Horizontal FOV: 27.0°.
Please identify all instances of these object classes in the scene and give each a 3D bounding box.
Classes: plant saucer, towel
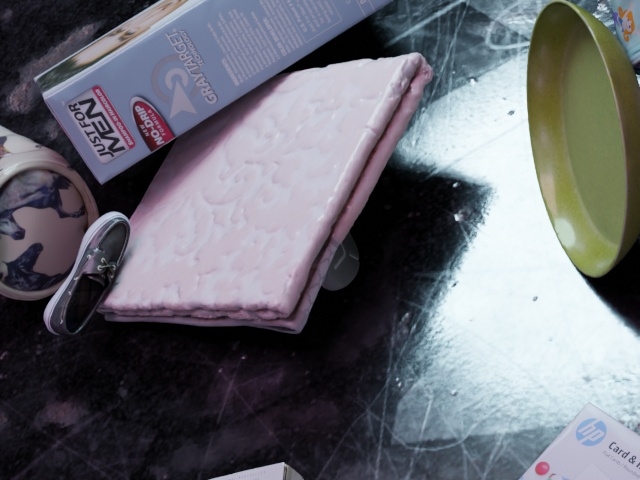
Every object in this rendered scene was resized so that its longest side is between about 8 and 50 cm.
[{"bbox_3d":[0.232,-0.089,1.146,0.037,0.241,0.241,-9,45,-7],"label":"plant saucer"},{"bbox_3d":[-0.068,-0.049,1.362,0.332,0.053,0.317,-1,54,47],"label":"towel"}]

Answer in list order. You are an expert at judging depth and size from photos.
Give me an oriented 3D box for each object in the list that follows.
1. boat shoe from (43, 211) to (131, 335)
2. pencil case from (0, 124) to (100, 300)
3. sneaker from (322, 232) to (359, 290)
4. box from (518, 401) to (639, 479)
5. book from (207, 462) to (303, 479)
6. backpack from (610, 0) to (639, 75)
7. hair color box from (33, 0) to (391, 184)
[{"bbox_3d":[-0.232,0.037,1.369,0.040,0.049,0.142,16,74,50],"label":"boat shoe"},{"bbox_3d":[-0.429,-0.065,1.557,0.184,0.159,0.410,-26,35,-35],"label":"pencil case"},{"bbox_3d":[0.000,0.000,1.331,0.061,0.053,0.152,-29,37,20],"label":"sneaker"},{"bbox_3d":[0.202,0.233,1.018,0.186,0.038,0.145,-45,45,-10],"label":"box"},{"bbox_3d":[-0.070,0.272,1.158,0.096,0.035,0.144,-15,49,25],"label":"book"},{"bbox_3d":[0.359,-0.194,1.123,0.225,0.253,0.191,-12,81,22],"label":"backpack"},{"bbox_3d":[-0.124,-0.221,1.471,0.374,0.113,0.185,-33,19,-6],"label":"hair color box"}]
